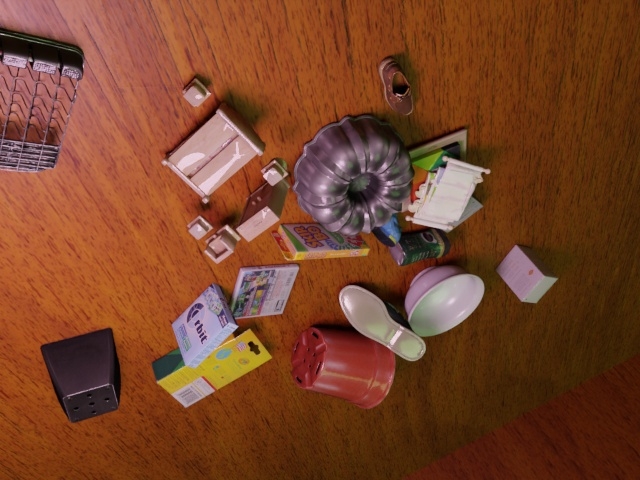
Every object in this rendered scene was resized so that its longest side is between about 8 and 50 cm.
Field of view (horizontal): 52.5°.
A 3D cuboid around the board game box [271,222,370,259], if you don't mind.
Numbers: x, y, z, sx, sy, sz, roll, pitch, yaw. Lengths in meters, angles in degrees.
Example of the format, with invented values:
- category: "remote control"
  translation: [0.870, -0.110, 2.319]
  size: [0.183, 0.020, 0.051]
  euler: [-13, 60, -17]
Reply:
- category: "board game box"
  translation: [0.000, 0.000, 1.809]
  size: [0.259, 0.124, 0.039]
  euler: [-5, 132, -28]

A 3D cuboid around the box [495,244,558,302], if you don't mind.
- category: "box"
  translation: [0.745, 0.122, 2.356]
  size: [0.091, 0.170, 0.130]
  euler: [9, 126, -38]

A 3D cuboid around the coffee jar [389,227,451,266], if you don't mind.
- category: "coffee jar"
  translation: [0.314, 0.018, 2.043]
  size: [0.184, 0.096, 0.079]
  euler: [-11, 139, -22]

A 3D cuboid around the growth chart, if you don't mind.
- category: "growth chart"
  translation: [0.360, -0.133, 1.875]
  size: [0.172, 0.021, 0.237]
  euler: [20, 118, -14]

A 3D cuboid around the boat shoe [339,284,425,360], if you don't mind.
- category: "boat shoe"
  translation: [0.198, 0.260, 2.138]
  size: [0.340, 0.113, 0.127]
  euler: [34, 97, -6]

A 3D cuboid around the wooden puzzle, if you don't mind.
- category: "wooden puzzle"
  translation: [0.330, -0.195, 1.880]
  size: [0.221, 0.044, 0.239]
  euler: [-22, 139, -11]

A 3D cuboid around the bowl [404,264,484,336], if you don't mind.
- category: "bowl"
  translation: [0.401, 0.183, 2.233]
  size: [0.297, 0.134, 0.298]
  euler: [-18, 138, -17]

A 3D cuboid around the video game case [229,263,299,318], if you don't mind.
- category: "video game case"
  translation: [-0.173, 0.152, 1.934]
  size: [0.183, 0.023, 0.201]
  euler: [-3, 133, -30]

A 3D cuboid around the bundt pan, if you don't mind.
- category: "bundt pan"
  translation: [0.099, -0.149, 1.681]
  size: [0.330, 0.124, 0.331]
  euler: [-11, 126, -15]

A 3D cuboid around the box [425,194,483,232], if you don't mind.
- category: "box"
  translation: [0.405, -0.096, 1.991]
  size: [0.145, 0.038, 0.186]
  euler: [-39, 150, 19]

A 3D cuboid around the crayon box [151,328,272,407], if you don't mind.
- category: "crayon box"
  translation: [-0.331, 0.373, 2.011]
  size: [0.318, 0.081, 0.202]
  euler: [-28, 140, -3]

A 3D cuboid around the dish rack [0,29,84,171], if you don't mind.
- category: "dish rack"
  translation: [-0.579, -0.254, 1.242]
  size: [0.208, 0.074, 0.271]
  euler: [5, 129, -34]

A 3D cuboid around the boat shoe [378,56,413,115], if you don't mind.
- category: "boat shoe"
  translation: [0.194, -0.369, 1.609]
  size: [0.064, 0.060, 0.178]
  euler: [-32, 140, 1]

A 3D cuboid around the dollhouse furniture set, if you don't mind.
- category: "dollhouse furniture set"
  translation: [-0.253, -0.177, 1.545]
  size: [0.303, 0.174, 0.355]
  euler: [-35, 112, 23]

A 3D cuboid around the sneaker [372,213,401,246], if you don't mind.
- category: "sneaker"
  translation: [0.176, -0.069, 1.909]
  size: [0.209, 0.069, 0.082]
  euler: [47, 63, -39]

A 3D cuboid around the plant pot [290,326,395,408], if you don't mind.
- category: "plant pot"
  translation: [0.062, 0.410, 2.172]
  size: [0.265, 0.272, 0.272]
  euler: [17, 121, -32]

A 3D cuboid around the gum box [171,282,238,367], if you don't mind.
- category: "gum box"
  translation: [-0.327, 0.238, 1.820]
  size: [0.184, 0.157, 0.041]
  euler: [-43, 138, 14]

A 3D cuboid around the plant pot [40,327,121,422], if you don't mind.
- category: "plant pot"
  translation: [-0.635, 0.379, 1.764]
  size: [0.187, 0.167, 0.188]
  euler: [-13, 137, -20]
